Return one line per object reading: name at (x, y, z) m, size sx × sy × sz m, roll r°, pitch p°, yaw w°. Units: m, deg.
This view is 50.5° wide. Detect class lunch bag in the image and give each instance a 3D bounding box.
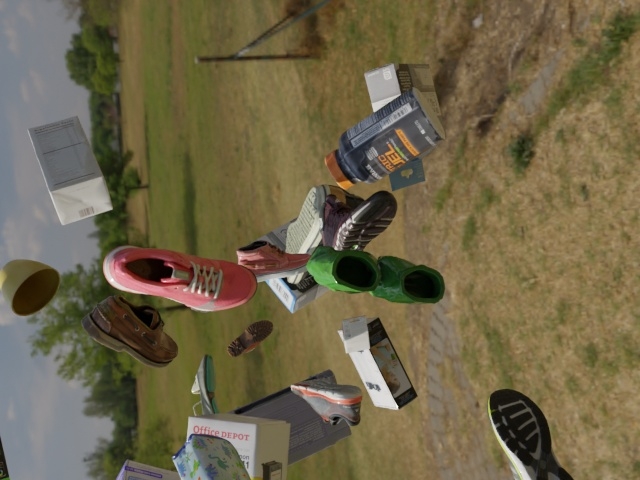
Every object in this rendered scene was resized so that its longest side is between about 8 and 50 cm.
lunch bag at (-0.201, 0.462, 1.345) m, size 0.096 × 0.151 × 0.129 m, roll -51°, pitch 47°, yaw 16°

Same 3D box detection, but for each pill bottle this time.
pill bottle at (0.130, -0.206, 1.443) m, size 0.130 × 0.245 × 0.130 m, roll 47°, pitch -157°, yaw -28°

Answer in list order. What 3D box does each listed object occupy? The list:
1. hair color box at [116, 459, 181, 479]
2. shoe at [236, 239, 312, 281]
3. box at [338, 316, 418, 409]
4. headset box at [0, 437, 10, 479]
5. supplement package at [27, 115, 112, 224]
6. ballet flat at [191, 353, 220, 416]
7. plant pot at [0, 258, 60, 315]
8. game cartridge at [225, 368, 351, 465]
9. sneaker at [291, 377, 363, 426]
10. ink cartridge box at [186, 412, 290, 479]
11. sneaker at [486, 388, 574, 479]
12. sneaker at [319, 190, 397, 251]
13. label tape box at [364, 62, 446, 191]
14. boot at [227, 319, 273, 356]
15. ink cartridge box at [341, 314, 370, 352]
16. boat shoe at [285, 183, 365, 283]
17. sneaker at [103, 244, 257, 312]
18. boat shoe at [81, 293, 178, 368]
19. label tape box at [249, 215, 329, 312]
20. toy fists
hair color box at (-0.501, 0.804, 1.911) m, size 0.110 × 0.185 × 0.339 m, roll -58°, pitch 22°, yaw 29°
shoe at (-0.100, 0.038, 1.531) m, size 0.063 × 0.177 × 0.081 m, roll -131°, pitch 32°, yaw -64°
box at (0.185, 0.400, 2.214) m, size 0.290 × 0.087 × 0.169 m, roll 64°, pitch 156°, yaw -1°
headset box at (-0.889, 0.507, 1.583) m, size 0.246 × 0.131 × 0.283 m, roll 8°, pitch -120°, yaw -61°
supplement package at (-0.655, -0.187, 1.779) m, size 0.244 × 0.139 × 0.134 m, roll 59°, pitch 159°, yaw 32°
ballet flat at (-0.302, 0.405, 1.763) m, size 0.072 × 0.068 × 0.213 m, roll 52°, pitch -156°, yaw -76°
plant pot at (-0.703, 0.098, 1.607) m, size 0.095 × 0.134 × 0.134 m, roll 32°, pitch 141°, yaw 19°
game cartridge at (-0.098, 0.543, 1.979) m, size 0.068 × 0.355 × 0.230 m, roll -138°, pitch 31°, yaw -62°
sneaker at (0.006, 0.253, 1.046) m, size 0.158 × 0.061 × 0.065 m, roll -2°, pitch 93°, yaw 57°
ink cartridge box at (-0.202, 0.568, 1.575) m, size 0.226 × 0.131 × 0.306 m, roll -4°, pitch 79°, yaw 33°
sneaker at (0.404, 0.436, 1.325) m, size 0.121 × 0.111 × 0.300 m, roll 100°, pitch 153°, yaw -57°
sneaker at (0.061, -0.062, 1.536) m, size 0.281 × 0.106 × 0.163 m, roll -53°, pitch 47°, yaw 45°
label tape box at (0.258, -0.327, 1.929) m, size 0.105 × 0.240 × 0.334 m, roll -11°, pitch 96°, yaw 34°
boot at (-0.196, 0.286, 2.008) m, size 0.059 × 0.158 × 0.084 m, roll 59°, pitch -168°, yaw 16°
ink cartridge box at (0.086, 0.226, 1.689) m, size 0.029 × 0.062 × 0.115 m, roll -106°, pitch 6°, yaw -55°
boat shoe at (0.000, 0.000, 1.905) m, size 0.500 × 0.155 × 0.187 m, roll 123°, pitch 147°, yaw -62°
sneaker at (-0.271, 0.081, 1.355) m, size 0.136 × 0.313 × 0.116 m, roll 171°, pitch 108°, yaw -69°
boat shoe at (-0.405, 0.210, 1.561) m, size 0.111 × 0.104 × 0.307 m, roll 44°, pitch 180°, yaw 28°
label tape box at (-0.028, 0.043, 2.236) m, size 0.249 × 0.347 × 0.115 m, roll 47°, pitch 152°, yaw 22°
toy fists at (0.108, 0.070, 1.369) m, size 0.142 × 0.279 × 0.096 m, roll 166°, pitch 113°, yaw -65°
